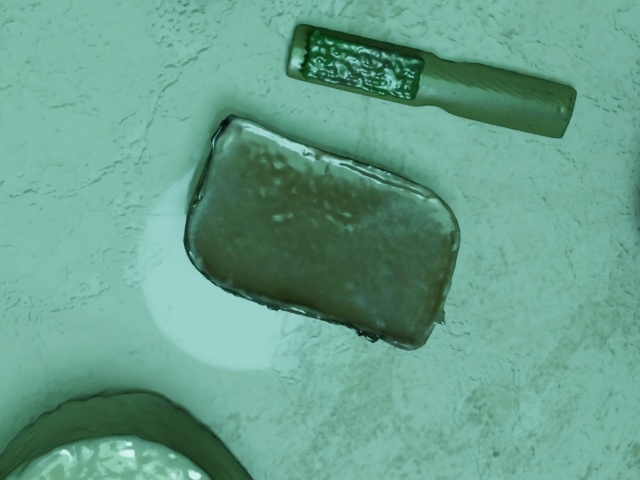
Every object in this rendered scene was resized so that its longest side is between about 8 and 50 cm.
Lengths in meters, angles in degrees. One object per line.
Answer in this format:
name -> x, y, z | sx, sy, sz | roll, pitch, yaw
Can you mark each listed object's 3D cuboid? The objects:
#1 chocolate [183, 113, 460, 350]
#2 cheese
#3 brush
chocolate -> -0.001, 0.000, 0.889 | 0.261, 0.083, 0.161 | 22, 81, -12
cheese -> -0.178, 0.323, 0.894 | 0.332, 0.153, 0.292 | 44, 93, -14
brush -> 0.109, -0.148, 0.893 | 0.282, 0.048, 0.054 | 11, 103, -11
